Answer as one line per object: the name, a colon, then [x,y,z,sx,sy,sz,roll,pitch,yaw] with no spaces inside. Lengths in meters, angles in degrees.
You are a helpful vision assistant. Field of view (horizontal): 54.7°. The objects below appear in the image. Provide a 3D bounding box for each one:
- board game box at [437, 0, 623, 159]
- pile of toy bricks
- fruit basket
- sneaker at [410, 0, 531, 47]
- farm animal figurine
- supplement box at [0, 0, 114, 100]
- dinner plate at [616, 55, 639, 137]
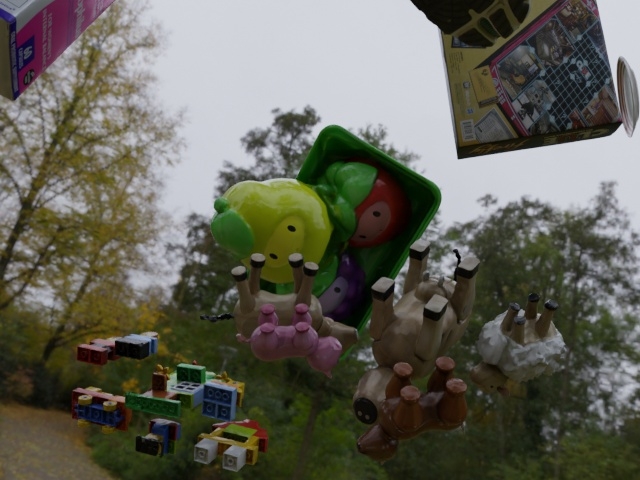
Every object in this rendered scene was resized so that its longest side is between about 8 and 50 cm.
board game box: [0.214,-0.220,0.673,0.165,0.243,0.042,-7,-12,10]
pile of toy bricks: [-0.149,0.156,0.653,0.212,0.118,0.105,7,8,19]
fruit basket: [0.000,0.000,1.057,0.283,0.392,0.392,34,-15,17]
sneaker: [0.096,-0.298,0.533,0.107,0.110,0.275,-30,-78,37]
farm animal figurine: [0.073,0.126,0.754,0.330,0.326,0.172,34,-44,40]
supplement box: [-0.305,-0.271,0.644,0.113,0.220,0.111,27,-35,-7]
dinner plate: [0.533,-0.249,1.069,0.017,0.141,0.141,-7,-27,18]
